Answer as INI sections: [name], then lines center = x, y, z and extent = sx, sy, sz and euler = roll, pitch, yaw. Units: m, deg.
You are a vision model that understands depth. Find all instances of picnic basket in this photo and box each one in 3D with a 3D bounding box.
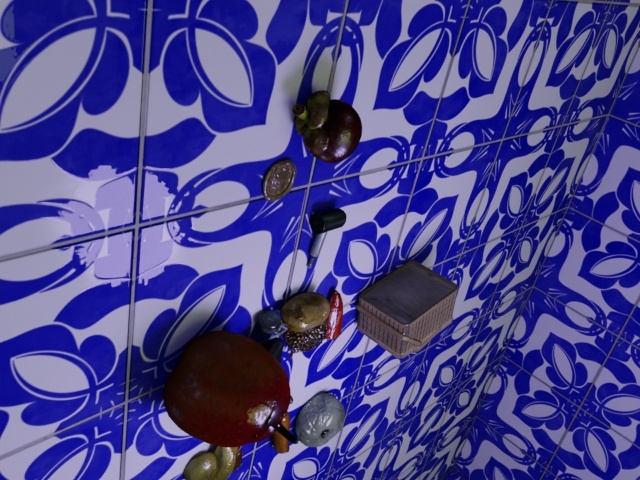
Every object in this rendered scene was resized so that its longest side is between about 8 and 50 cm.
[picnic basket]
center = 0.292, 0.240, 2.161
extent = 0.312, 0.228, 0.175
euler = -29, 135, -36

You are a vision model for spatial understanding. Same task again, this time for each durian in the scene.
[durian]
center = -0.036, 0.288, 1.913
extent = 0.188, 0.091, 0.148
euler = -55, 147, 3

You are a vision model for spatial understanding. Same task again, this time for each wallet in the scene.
[wallet]
center = -0.288, 0.685, 1.996
extent = 0.095, 0.026, 0.176
euler = -25, 135, -35

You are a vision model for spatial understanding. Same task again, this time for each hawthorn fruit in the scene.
[hawthorn fruit]
center = -0.205, 0.397, 1.568
extent = 0.285, 0.369, 0.285
euler = -51, 165, -20

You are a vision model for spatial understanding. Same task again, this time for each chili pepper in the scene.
[chili pepper]
center = 0.039, 0.228, 1.989
extent = 0.088, 0.064, 0.169
euler = -35, 139, -54

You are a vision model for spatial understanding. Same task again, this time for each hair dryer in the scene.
[hair dryer]
center = 0.000, 0.000, 1.760
extent = 0.100, 0.057, 0.198
euler = -14, 137, -45

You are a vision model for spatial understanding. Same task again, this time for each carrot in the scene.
[carrot]
center = -0.134, 0.639, 2.114
extent = 0.067, 0.067, 0.225
euler = -32, 141, -31

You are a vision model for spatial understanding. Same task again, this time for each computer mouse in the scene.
[computer mouse]
center = -0.171, 0.370, 1.818
extent = 0.147, 0.088, 0.264
euler = -53, 157, -45

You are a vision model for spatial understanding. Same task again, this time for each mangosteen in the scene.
[mangosteen]
center = 0.003, -0.260, 1.469
extent = 0.181, 0.156, 0.146
euler = 4, 147, -21

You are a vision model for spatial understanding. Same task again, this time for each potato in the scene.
[potato]
center = -0.043, 0.206, 1.822
extent = 0.170, 0.107, 0.080
euler = -11, 161, -43

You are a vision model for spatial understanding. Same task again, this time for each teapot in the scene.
[teapot]
center = -0.138, 0.239, 1.761
extent = 0.057, 0.088, 0.066
euler = 121, -14, -46

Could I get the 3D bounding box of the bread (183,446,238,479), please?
[bread]
center = -0.324, 0.682, 1.898
extent = 0.149, 0.065, 0.188
euler = 28, 105, -43

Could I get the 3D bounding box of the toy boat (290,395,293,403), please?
[toy boat]
center = -0.169, 0.546, 1.979
extent = 0.185, 0.077, 0.075
euler = -43, 144, -18

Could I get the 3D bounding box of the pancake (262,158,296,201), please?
[pancake]
center = -0.099, -0.146, 1.535
extent = 0.115, 0.011, 0.115
euler = -33, 142, -30

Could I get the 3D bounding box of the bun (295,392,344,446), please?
[bun]
center = 0.007, 0.657, 2.264
extent = 0.221, 0.108, 0.221
euler = -32, 140, -32
